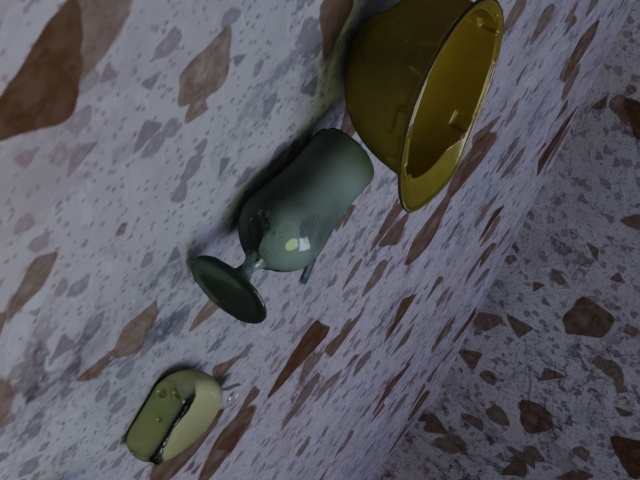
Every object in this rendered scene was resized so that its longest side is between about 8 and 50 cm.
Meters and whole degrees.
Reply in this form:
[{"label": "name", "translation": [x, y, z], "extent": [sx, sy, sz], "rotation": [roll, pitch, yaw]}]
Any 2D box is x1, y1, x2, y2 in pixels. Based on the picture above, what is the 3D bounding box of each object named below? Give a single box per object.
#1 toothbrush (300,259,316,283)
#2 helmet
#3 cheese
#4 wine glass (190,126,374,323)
[{"label": "toothbrush", "translation": [0.000, 0.000, 1.416], "extent": [0.014, 0.011, 0.167], "rotation": [-45, 161, -50]}, {"label": "helmet", "translation": [0.096, -0.175, 1.117], "extent": [0.205, 0.140, 0.257], "rotation": [-37, 149, -46]}, {"label": "cheese", "translation": [-0.161, 0.221, 1.312], "extent": [0.127, 0.054, 0.251], "rotation": [-59, 164, 9]}, {"label": "wine glass", "translation": [-0.036, -0.023, 1.113], "extent": [0.231, 0.103, 0.103], "rotation": [-52, 164, -29]}]
